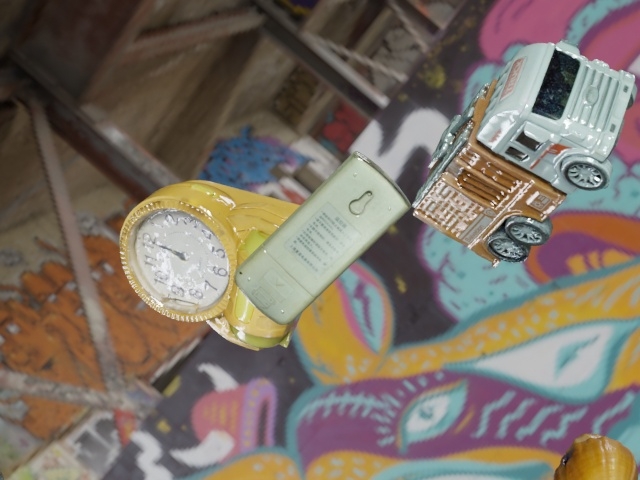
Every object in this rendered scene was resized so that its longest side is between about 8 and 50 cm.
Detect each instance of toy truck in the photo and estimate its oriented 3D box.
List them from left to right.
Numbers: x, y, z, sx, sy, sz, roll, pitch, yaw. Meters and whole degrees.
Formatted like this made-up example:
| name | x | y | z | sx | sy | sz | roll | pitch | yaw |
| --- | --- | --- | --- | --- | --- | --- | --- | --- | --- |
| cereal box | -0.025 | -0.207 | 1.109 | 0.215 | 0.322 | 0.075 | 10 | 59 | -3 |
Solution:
| name | x | y | z | sx | sy | sz | roll | pitch | yaw |
| --- | --- | --- | --- | --- | --- | --- | --- | --- | --- |
| toy truck | 0.223 | -0.101 | 1.345 | 0.136 | 0.162 | 0.305 | -66 | 5 | -28 |

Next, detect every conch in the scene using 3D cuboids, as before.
| name | x | y | z | sx | sy | sz | roll | pitch | yaw |
| --- | --- | --- | --- | --- | --- | --- | --- | --- | --- |
| conch | 0.315 | 0.300 | 1.353 | 0.109 | 0.093 | 0.330 | -42 | 5 | 18 |

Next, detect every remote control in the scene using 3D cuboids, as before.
| name | x | y | z | sx | sy | sz | roll | pitch | yaw |
| --- | --- | --- | --- | --- | --- | --- | --- | --- | --- |
| remote control | 0.000 | 0.000 | 1.451 | 0.233 | 0.098 | 0.038 | -45 | 7 | 14 |

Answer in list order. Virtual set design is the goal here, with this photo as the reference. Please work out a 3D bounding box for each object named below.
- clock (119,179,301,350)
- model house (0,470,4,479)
| name | x | y | z | sx | sy | sz | roll | pitch | yaw |
| --- | --- | --- | --- | --- | --- | --- | --- | --- | --- |
| clock | -0.168 | 0.026 | 1.951 | 0.200 | 0.316 | 0.244 | -51 | -22 | -62 |
| model house | -0.489 | 0.376 | 1.434 | 0.241 | 0.225 | 0.261 | -9 | 61 | 62 |
